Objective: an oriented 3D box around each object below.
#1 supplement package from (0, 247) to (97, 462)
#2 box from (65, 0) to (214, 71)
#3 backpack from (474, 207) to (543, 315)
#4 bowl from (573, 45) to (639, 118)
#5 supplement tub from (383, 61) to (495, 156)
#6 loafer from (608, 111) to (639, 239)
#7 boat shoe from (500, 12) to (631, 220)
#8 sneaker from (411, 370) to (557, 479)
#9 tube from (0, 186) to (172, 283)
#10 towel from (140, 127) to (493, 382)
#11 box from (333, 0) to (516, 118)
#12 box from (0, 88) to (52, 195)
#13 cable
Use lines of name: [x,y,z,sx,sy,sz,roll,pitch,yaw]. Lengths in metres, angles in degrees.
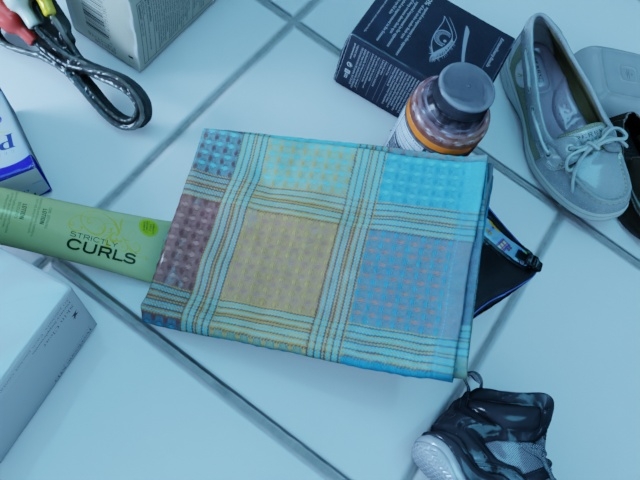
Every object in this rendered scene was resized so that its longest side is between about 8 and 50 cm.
supplement package: [-0.391,0.127,0.568,0.204,0.145,0.262,28,66,1]
box: [-0.206,-0.404,0.819,0.121,0.148,0.311,33,65,3]
backpack: [0.159,0.015,0.738,0.158,0.117,0.173,-28,74,-20]
bowl: [0.485,-0.256,0.949,0.142,0.053,0.142,9,66,-9]
supplement tub: [0.150,-0.140,0.755,0.106,0.198,0.106,4,68,-11]
loafer: [0.475,-0.096,0.868,0.080,0.078,0.220,-14,72,-16]
boat shoe: [0.361,-0.181,0.856,0.118,0.103,0.320,-13,70,-3]
sneaker: [0.249,0.264,0.664,0.268,0.101,0.153,35,69,6]
tube: [-0.273,-0.008,0.679,0.240,0.062,0.070,16,105,-27]
towel: [0.000,0.000,0.675,0.370,0.040,0.271,9,68,11]
box: [0.150,-0.262,0.853,0.207,0.108,0.153,32,66,2]
box: [-0.415,-0.103,0.695,0.126,0.072,0.137,-27,76,-19]
cable: [-0.346,-0.244,0.752,0.139,0.072,0.287,-35,91,22]
